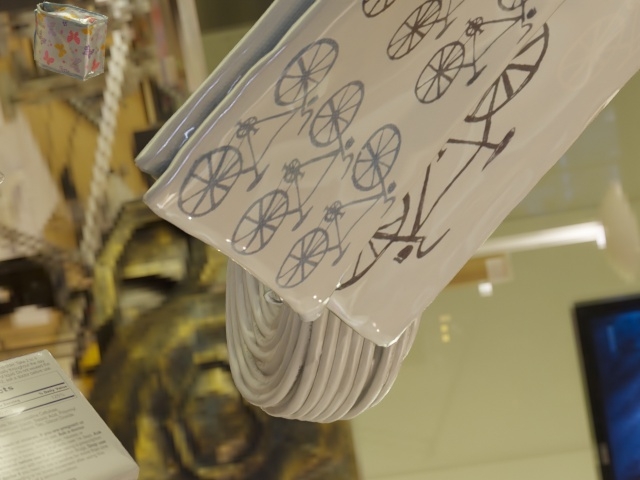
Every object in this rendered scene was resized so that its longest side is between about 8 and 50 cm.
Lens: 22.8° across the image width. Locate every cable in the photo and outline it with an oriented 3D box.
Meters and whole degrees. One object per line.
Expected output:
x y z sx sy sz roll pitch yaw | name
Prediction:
0.000 0.000 1.124 0.257 0.089 0.257 178 -85 -74 | cable

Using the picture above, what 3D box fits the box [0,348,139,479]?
-0.219 0.156 1.110 0.137 0.126 0.072 46 -47 35 | box

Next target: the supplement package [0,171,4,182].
-0.451 -0.066 1.366 0.262 0.204 0.145 37 -2 20 | supplement package

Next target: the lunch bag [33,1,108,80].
-0.287 -0.229 1.801 0.053 0.083 0.071 -39 141 -58 | lunch bag

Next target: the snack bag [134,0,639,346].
0.085 -0.089 0.749 0.037 0.323 0.342 41 -1 24 | snack bag
